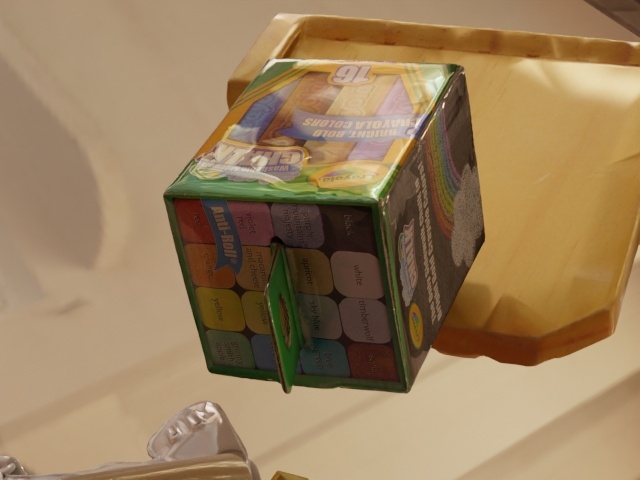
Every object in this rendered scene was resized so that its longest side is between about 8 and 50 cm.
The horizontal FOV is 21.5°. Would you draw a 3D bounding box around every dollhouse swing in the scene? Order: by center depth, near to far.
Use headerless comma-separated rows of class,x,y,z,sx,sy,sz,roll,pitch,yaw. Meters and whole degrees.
dollhouse swing,0.103,0.011,1.250,0.346,0.305,0.315,7,-31,18

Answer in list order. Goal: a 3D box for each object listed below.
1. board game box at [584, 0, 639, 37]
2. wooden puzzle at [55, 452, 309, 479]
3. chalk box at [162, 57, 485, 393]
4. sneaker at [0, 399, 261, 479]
board game box,0.064,-0.142,0.166,0.390,0.050,0.390,35,-29,9
wooden puzzle,-0.054,0.087,0.428,0.014,0.116,0.079,38,-72,35
chalk box,0.000,0.000,0.972,0.132,0.213,0.132,4,-57,22
sneaker,-0.168,0.202,1.150,0.365,0.210,0.137,17,-51,41
